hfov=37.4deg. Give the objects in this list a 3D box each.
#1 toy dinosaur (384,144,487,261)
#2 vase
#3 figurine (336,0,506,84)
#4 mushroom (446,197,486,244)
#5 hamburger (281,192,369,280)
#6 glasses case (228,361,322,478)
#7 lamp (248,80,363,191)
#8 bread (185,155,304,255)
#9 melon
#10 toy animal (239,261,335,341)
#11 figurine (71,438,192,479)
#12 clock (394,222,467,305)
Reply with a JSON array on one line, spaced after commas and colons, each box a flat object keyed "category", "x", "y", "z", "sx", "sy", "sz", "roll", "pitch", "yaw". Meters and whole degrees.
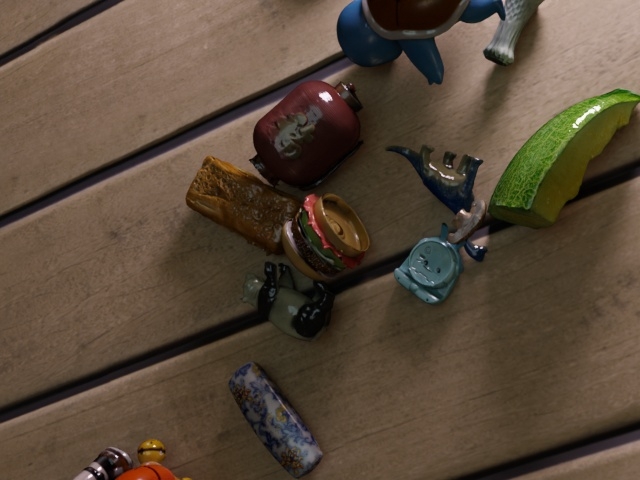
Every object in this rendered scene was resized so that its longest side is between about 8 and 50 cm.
[{"category": "toy dinosaur", "x": 0.222, "y": -0.084, "z": 1.805, "sx": 0.247, "sy": 0.075, "sz": 0.188, "roll": 18, "pitch": 95, "yaw": 22}, {"category": "vase", "x": 0.366, "y": -0.410, "z": 1.814, "sx": 0.081, "sy": 0.081, "sz": 0.149, "roll": 23, "pitch": 91, "yaw": 27}, {"category": "figurine", "x": 0.210, "y": -0.469, "z": 1.808, "sx": 0.416, "sy": 0.243, "sz": 0.298, "roll": -43, "pitch": 59, "yaw": 52}, {"category": "mushroom", "x": 0.269, "y": -0.034, "z": 1.739, "sx": 0.049, "sy": 0.019, "sz": 0.101, "roll": 38, "pitch": 96, "yaw": 26}, {"category": "hamburger", "x": 0.001, "y": -0.001, "z": 1.834, "sx": 0.137, "sy": 0.175, "sz": 0.175, "roll": -36, "pitch": 65, "yaw": 25}, {"category": "glasses case", "x": -0.090, "y": 0.346, "z": 1.833, "sx": 0.087, "sy": 0.065, "sz": 0.248, "roll": -46, "pitch": 65, "yaw": 10}, {"category": "lamp", "x": -0.020, "y": -0.211, "z": 1.886, "sx": 0.258, "sy": 0.180, "sz": 0.180, "roll": -39, "pitch": 65, "yaw": 10}, {"category": "bread", "x": -0.157, "y": -0.069, "z": 1.961, "sx": 0.271, "sy": 0.077, "sz": 0.139, "roll": 26, "pitch": 93, "yaw": 29}, {"category": "melon", "x": 0.437, "y": -0.163, "z": 1.697, "sx": 0.124, "sy": 0.196, "sz": 0.323, "roll": 38, "pitch": 86, "yaw": -8}, {"category": "toy animal", "x": -0.068, "y": 0.116, "z": 1.872, "sx": 0.225, "sy": 0.094, "sz": 0.121, "roll": 26, "pitch": 97, "yaw": 26}, {"category": "figurine", "x": -0.365, "y": 0.542, "z": 1.835, "sx": 0.323, "sy": 0.196, "sz": 0.320, "roll": -2, "pitch": 70, "yaw": 34}, {"category": "clock", "x": 0.216, "y": 0.040, "z": 1.780, "sx": 0.108, "sy": 0.045, "sz": 0.147, "roll": 37, "pitch": 98, "yaw": 25}]
